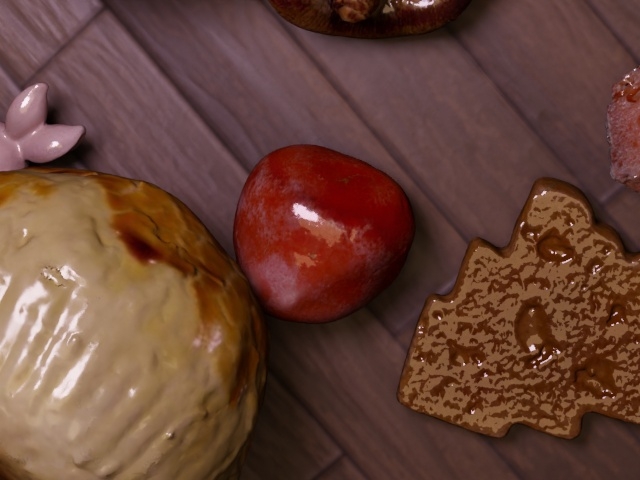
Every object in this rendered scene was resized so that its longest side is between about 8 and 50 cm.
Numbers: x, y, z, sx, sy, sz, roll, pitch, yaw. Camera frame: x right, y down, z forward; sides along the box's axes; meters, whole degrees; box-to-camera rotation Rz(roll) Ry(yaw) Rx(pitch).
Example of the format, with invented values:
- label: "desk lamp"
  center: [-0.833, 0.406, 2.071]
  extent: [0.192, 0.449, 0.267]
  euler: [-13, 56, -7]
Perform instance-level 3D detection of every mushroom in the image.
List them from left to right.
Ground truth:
- label: "mushroom"
  center: [0.045, -0.289, 1.579]
  extent: [0.231, 0.138, 0.194]
  euler: [8, 82, -9]

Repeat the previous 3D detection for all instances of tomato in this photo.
- label: "tomato"
  center: [0.000, 0.000, 1.608]
  extent: [0.187, 0.151, 0.187]
  euler: [0, 102, 0]

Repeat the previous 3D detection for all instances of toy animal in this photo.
- label: "toy animal"
  center: [-0.334, -0.076, 1.650]
  extent: [0.212, 0.124, 0.124]
  euler: [-28, 95, -2]

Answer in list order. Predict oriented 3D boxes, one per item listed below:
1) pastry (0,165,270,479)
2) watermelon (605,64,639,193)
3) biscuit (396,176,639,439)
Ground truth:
- label: "pastry"
  center: [-0.218, 0.097, 1.538]
  extent: [0.388, 0.388, 0.313]
  euler: [37, 69, -1]
- label: "watermelon"
  center: [0.391, -0.114, 1.565]
  extent: [0.256, 0.140, 0.193]
  euler: [-17, 53, 6]
- label: "biscuit"
  center: [0.210, 0.090, 1.657]
  extent: [0.301, 0.043, 0.278]
  euler: [-22, 98, 8]
